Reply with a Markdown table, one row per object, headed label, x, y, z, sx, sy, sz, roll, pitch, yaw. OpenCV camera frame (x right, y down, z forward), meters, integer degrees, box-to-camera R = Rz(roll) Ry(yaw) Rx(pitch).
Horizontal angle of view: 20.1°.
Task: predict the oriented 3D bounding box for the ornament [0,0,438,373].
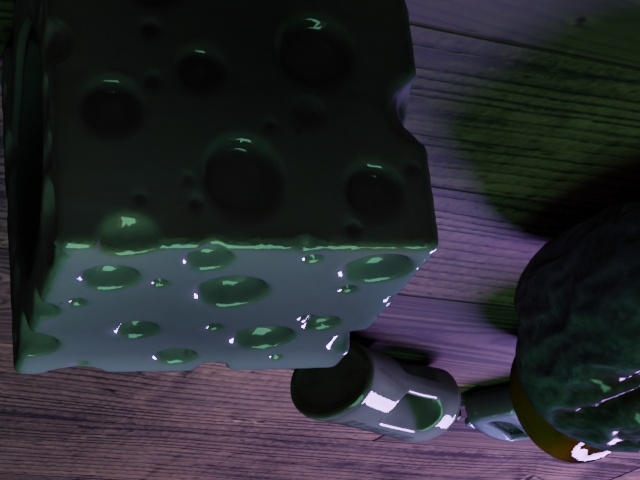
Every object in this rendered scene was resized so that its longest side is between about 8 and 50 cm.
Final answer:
| label | x | y | z | sx | sy | sz | roll | pitch | yaw |
| --- | --- | --- | --- | --- | --- | --- | --- | --- | --- |
| ornament | -0.082 | -0.060 | 1.209 | 0.240 | 0.239 | 0.240 | 1 | 157 | -16 |

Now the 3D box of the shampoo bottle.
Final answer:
| label | x | y | z | sx | sy | sz | roll | pitch | yaw |
| --- | --- | --- | --- | --- | --- | --- | --- | --- | --- |
| shampoo bottle | 0.082 | 0.178 | 2.052 | 0.118 | 0.087 | 0.234 | -21 | 154 | 35 |

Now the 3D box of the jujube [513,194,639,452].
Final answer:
| label | x | y | z | sx | sy | sz | roll | pitch | yaw |
| --- | --- | --- | --- | --- | --- | --- | --- | --- | --- |
| jujube | 0.320 | 0.065 | 1.659 | 0.246 | 0.215 | 0.308 | 37 | 142 | -27 |

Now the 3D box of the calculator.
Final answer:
| label | x | y | z | sx | sy | sz | roll | pitch | yaw |
| --- | --- | --- | --- | --- | --- | --- | --- | --- | --- |
| calculator | 0.292 | 0.201 | 2.218 | 0.246 | 0.045 | 0.141 | -14 | 157 | 22 |

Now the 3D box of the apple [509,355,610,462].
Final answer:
| label | x | y | z | sx | sy | sz | roll | pitch | yaw |
| --- | --- | --- | --- | --- | --- | --- | --- | --- | --- |
| apple | 0.292 | 0.166 | 1.988 | 0.163 | 0.147 | 0.146 | -19 | 155 | 27 |
